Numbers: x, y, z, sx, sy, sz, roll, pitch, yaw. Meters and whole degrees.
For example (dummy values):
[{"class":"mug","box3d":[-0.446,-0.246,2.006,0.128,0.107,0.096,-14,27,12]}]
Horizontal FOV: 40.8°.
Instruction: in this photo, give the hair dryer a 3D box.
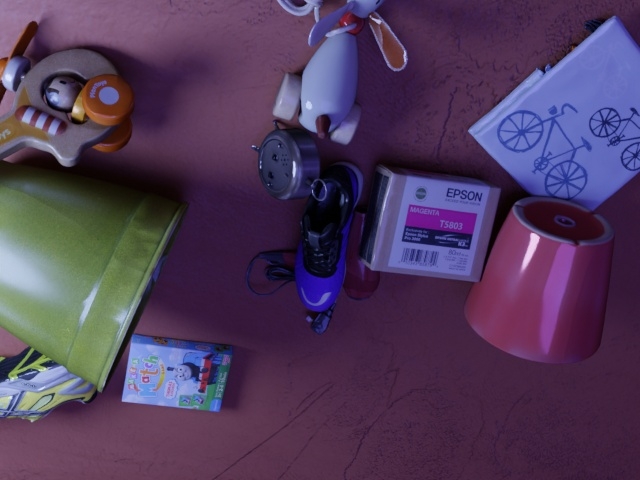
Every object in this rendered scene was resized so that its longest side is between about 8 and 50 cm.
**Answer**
[{"class":"hair dryer","box3d":[0.013,0.051,1.713,0.223,0.080,0.293,37,107,-22]}]

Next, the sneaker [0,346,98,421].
[{"class":"sneaker","box3d":[-0.637,0.317,1.747,0.385,0.145,0.147,-14,121,2]}]

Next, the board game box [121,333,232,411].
[{"class":"board game box","box3d":[-0.305,0.283,1.831,0.211,0.039,0.160,9,119,-11]}]

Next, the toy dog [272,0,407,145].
[{"class":"toy dog","box3d":[0.032,-0.302,1.462,0.220,0.161,0.333,-1,120,-7]}]

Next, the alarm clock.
[{"class":"alarm clock","box3d":[-0.049,-0.128,1.545,0.064,0.192,0.129,-10,127,-41]}]

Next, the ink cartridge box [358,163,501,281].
[{"class":"ink cartridge box","box3d":[0.208,-0.031,1.646,0.235,0.088,0.193,6,104,-18]}]

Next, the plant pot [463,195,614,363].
[{"class":"plant pot","box3d":[0.438,0.063,1.668,0.275,0.275,0.243,4,118,-10]}]

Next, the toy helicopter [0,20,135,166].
[{"class":"toy helicopter","box3d":[-0.492,-0.204,1.410,0.355,0.140,0.235,-37,84,-22]}]

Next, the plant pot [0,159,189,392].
[{"class":"plant pot","box3d":[-0.466,0.029,1.507,0.353,0.366,0.366,24,115,-7]}]

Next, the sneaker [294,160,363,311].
[{"class":"sneaker","box3d":[-0.001,-0.001,1.604,0.102,0.146,0.293,12,102,10]}]

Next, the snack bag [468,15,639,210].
[{"class":"snack bag","box3d":[0.507,-0.220,1.643,0.342,0.037,0.323,-42,117,18]}]

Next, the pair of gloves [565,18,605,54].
[{"class":"pair of gloves","box3d":[0.498,-0.360,1.577,0.074,0.010,0.083,22,114,-19]}]
